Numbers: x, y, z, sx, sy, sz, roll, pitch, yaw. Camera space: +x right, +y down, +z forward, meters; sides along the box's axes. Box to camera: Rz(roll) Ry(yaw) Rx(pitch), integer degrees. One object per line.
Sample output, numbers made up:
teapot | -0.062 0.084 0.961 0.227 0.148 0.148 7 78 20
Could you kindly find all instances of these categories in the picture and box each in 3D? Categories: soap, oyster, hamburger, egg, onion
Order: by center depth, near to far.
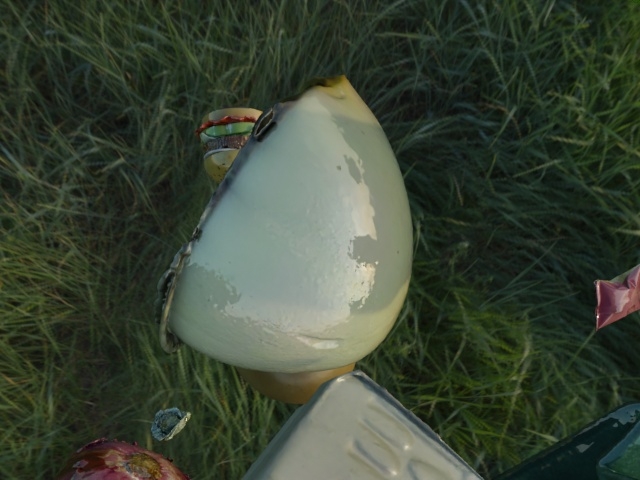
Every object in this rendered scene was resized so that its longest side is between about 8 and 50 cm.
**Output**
egg | -0.002 0.004 0.591 0.174 0.264 0.286 29 32 1
soap | 0.031 0.332 0.776 0.257 0.159 0.302 42 47 5
hamburger | -0.167 -0.180 1.333 0.175 0.175 0.137 -2 75 1
onion | -0.447 0.641 1.514 0.358 0.358 0.345 5 85 3
oyster | -0.369 0.446 1.619 0.100 0.037 0.098 18 75 46
egg | -0.080 0.250 1.671 0.373 0.301 0.301 10 70 43

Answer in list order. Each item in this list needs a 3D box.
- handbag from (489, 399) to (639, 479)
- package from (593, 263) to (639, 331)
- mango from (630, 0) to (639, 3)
handbag | 0.288 0.261 0.495 0.326 0.238 0.089 31 48 -5
package | 0.321 0.058 0.706 0.083 0.029 0.059 -16 109 -21
mango | 0.243 -0.208 0.477 0.108 0.056 0.074 9 92 2
